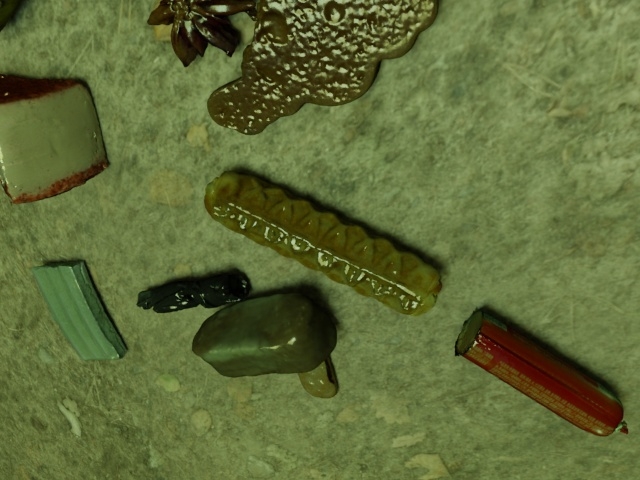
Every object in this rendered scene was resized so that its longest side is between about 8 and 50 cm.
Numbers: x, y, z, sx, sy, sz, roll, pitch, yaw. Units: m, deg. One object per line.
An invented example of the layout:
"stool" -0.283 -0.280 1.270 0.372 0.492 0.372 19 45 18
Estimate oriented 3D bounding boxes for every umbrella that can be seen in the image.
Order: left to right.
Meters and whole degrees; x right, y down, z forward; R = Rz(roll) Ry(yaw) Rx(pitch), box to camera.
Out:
"umbrella" -0.230 0.095 0.936 0.236 0.059 0.066 -12 156 32

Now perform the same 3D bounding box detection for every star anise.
"star anise" -0.159 -0.295 0.670 0.168 0.057 0.167 10 123 16

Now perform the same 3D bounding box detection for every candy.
"candy" -0.095 0.158 0.879 0.234 0.102 0.104 -12 134 31

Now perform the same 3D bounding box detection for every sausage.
"sausage" 0.317 0.195 0.754 0.264 0.083 0.083 32 126 1

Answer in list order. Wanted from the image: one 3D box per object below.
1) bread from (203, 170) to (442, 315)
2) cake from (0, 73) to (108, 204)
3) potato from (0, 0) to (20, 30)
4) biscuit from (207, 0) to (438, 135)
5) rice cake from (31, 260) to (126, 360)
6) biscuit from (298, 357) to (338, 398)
"bread" -0.001 0.001 0.770 0.368 0.077 0.084 26 127 7
"cake" -0.458 -0.188 0.866 0.262 0.160 0.158 37 136 43
"potato" -0.474 -0.375 0.725 0.149 0.113 0.251 35 135 -10
"biscuit" -0.017 -0.234 0.642 0.183 0.047 0.320 40 124 -15
"rice cake" -0.481 0.146 1.079 0.127 0.043 0.237 -5 116 27
"biscuit" -0.012 0.221 0.943 0.071 0.018 0.147 -3 119 27
